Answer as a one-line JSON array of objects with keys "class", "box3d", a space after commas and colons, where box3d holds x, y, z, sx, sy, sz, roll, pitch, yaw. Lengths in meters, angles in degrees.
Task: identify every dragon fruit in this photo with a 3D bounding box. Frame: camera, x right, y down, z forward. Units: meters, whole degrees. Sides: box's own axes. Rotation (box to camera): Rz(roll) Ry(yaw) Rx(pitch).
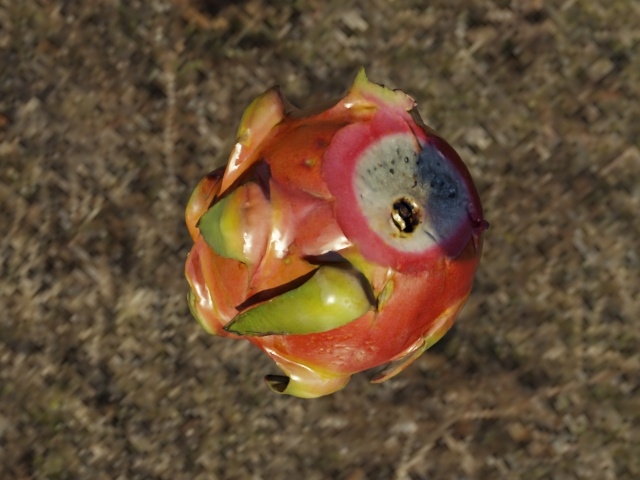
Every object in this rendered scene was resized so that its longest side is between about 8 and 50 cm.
[{"class": "dragon fruit", "box3d": [0.004, 0.000, 1.342, 0.224, 0.227, 0.224, 17, 54, -25]}]
